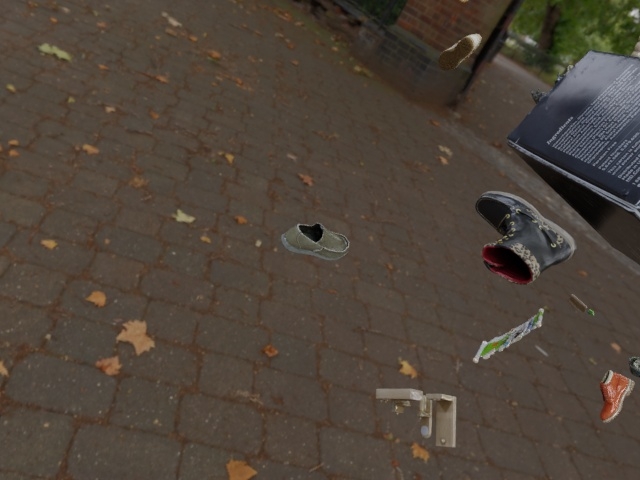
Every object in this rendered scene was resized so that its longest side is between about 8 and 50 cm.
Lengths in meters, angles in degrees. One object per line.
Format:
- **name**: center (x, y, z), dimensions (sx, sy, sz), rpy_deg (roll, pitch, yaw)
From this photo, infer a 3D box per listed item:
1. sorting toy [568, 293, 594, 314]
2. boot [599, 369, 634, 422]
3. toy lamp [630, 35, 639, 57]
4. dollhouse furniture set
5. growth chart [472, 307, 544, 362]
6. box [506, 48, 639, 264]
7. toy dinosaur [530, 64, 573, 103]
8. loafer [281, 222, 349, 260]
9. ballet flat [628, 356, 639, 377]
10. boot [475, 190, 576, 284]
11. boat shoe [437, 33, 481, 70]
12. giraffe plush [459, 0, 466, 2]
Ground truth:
- **sorting toy**: center (0.781, 0.197, 1.621), dimensions (0.083, 0.012, 0.062), rpy_deg (48, -3, 28)
- **boot**: center (0.887, 0.479, 1.670), dimensions (0.085, 0.157, 0.059), rpy_deg (30, -8, 7)
- **toy lamp**: center (0.893, -0.560, 1.483), dimensions (0.080, 0.274, 0.080), rpy_deg (10, 30, -6)
- **dollhouse furniture set**: center (0.240, 0.450, 1.380), dimensions (0.151, 0.144, 0.123), rpy_deg (23, 63, -38)
- **growth chart**: center (0.567, 0.288, 1.628), dimensions (0.021, 0.237, 0.172), rpy_deg (56, 21, 6)
- **box**: center (0.737, -0.117, 1.149), dimensions (0.480, 0.297, 0.471), rpy_deg (36, 13, -22)
- **toy dinosaur**: center (0.670, -0.420, 1.586), dimensions (0.064, 0.268, 0.118), rpy_deg (41, 0, 32)
- **loafer**: center (0.000, 0.000, 1.706), dimensions (0.251, 0.087, 0.094), rpy_deg (5, 50, -39)
- **ballet flat**: center (0.970, 0.375, 1.549), dimensions (0.070, 0.070, 0.188), rpy_deg (13, -6, -29)
- **boot**: center (0.638, -0.014, 1.836), dimensions (0.284, 0.138, 0.377), rpy_deg (-27, 57, -38)
- **boat shoe**: center (0.423, -0.568, 1.639), dimensions (0.059, 0.170, 0.063), rpy_deg (-33, 97, -23)
- **giraffe plush**: center (0.330, -0.691, 1.380), dimensions (0.171, 0.181, 0.210), rpy_deg (9, 39, -18)
